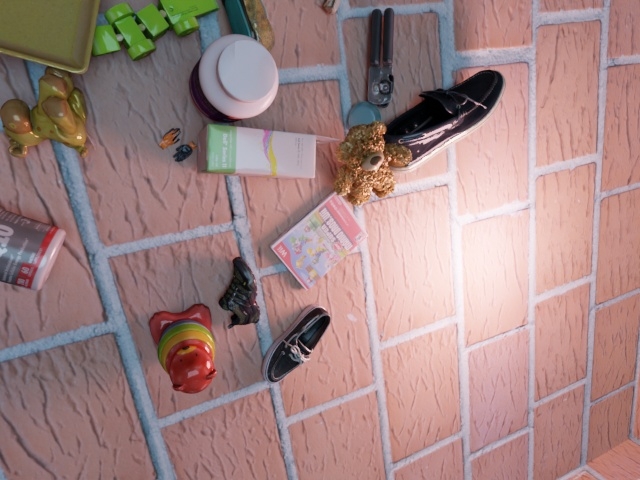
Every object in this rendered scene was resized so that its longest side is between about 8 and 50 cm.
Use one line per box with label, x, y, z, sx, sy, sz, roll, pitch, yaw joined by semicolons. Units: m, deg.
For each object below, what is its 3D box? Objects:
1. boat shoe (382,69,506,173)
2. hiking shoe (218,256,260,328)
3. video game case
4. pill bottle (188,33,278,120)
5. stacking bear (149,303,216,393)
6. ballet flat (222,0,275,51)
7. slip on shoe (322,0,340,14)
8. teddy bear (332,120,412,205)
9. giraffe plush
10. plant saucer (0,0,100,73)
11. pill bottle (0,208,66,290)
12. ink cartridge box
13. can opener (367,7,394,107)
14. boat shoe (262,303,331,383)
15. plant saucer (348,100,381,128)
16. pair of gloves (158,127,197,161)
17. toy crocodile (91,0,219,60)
boat shoe;0.401;-0.417;1.345;0.500;0.187;0.156;-37;134;-7
hiking shoe;-0.252;0.163;1.253;0.114;0.086;0.226;-15;108;-23
video game case;0.000;0.000;1.360;0.285;0.025;0.204;-41;114;-10
pill bottle;-0.214;-0.387;1.011;0.182;0.323;0.181;-5;104;-22
stacking bear;-0.360;0.307;1.126;0.176;0.289;0.164;-10;106;-21
ballet flat;-0.209;-0.657;1.080;0.123;0.123;0.348;-24;110;-17
slip on shoe;0.046;-0.730;1.199;0.041;0.051;0.135;19;102;-28
teddy bear;0.149;-0.202;1.242;0.246;0.338;0.112;-5;63;-9
giraffe plush;-0.648;-0.282;0.959;0.171;0.181;0.210;-9;140;-11
plant saucer;-0.657;-0.551;0.890;0.333;0.081;0.331;10;87;-23
pill bottle;-0.769;0.000;0.950;0.284;0.161;0.161;23;92;-26
ink cartridge box;-0.145;-0.232;1.140;0.354;0.207;0.119;0;97;-23
can opener;0.194;-0.565;1.299;0.076;0.095;0.282;3;97;15
boat shoe;-0.072;0.354;1.364;0.306;0.105;0.113;-47;115;-7
plant saucer;0.140;-0.385;1.333;0.120;0.021;0.119;-6;104;-23
pair of gloves;-0.392;-0.262;1.137;0.074;0.010;0.083;-48;118;-8
toy crocodile;-0.410;-0.540;1.024;0.341;0.105;0.115;-37;113;-17
